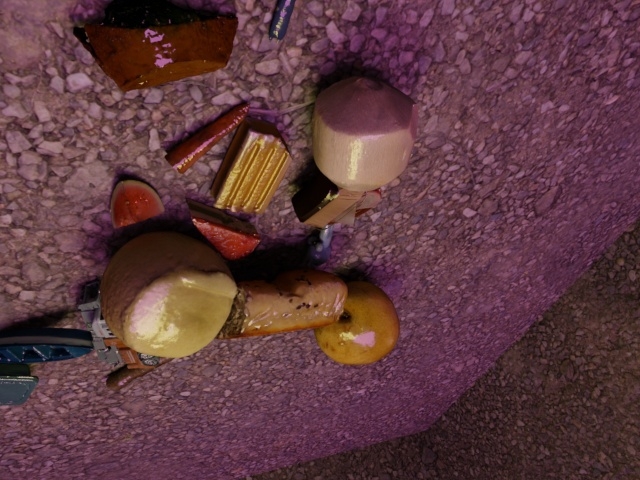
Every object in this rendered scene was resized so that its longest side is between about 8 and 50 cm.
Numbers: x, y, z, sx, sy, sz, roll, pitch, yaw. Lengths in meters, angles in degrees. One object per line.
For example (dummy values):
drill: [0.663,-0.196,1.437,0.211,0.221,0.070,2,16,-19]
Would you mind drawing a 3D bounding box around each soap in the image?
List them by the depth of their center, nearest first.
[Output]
soap: [-0.161,-0.172,1.202,0.140,0.073,0.232,5,132,-36]

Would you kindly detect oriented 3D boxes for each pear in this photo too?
pear: [0.122,0.287,1.720,0.315,0.314,0.314,-16,141,-13]

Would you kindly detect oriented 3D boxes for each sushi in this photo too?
sushi: [-0.275,-0.359,0.878,0.287,0.140,0.149,-19,179,-9]

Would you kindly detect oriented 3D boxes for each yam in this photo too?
yam: [-0.589,0.420,1.657,0.253,0.061,0.061,-29,142,2]

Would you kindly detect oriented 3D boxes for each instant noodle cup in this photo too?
instant noodle cup: [-0.931,0.414,1.445,0.179,0.070,0.157,15,128,-41]

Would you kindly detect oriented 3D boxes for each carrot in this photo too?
carrot: [-0.241,-0.234,1.112,0.224,0.057,0.057,-36,142,4]

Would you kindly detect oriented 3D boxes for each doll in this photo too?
doll: [-0.073,-0.445,0.976,0.037,0.027,0.125,1,138,-30]
doll: [-0.004,-0.001,1.496,0.120,0.075,0.179,-47,152,-46]

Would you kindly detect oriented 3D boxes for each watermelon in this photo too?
watermelon: [-0.433,-0.077,1.141,0.125,0.094,0.135,-14,138,-5]

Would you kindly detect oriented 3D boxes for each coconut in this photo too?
coconut: [0.101,-0.254,1.129,0.245,0.245,0.247,-11,140,-19]

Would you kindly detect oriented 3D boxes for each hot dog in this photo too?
hot dog: [-0.114,0.185,1.486,0.366,0.196,0.367,2,168,-28]

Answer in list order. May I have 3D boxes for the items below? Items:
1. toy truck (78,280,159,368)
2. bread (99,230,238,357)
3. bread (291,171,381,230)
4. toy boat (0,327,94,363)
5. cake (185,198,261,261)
toy truck: [-0.565,0.245,1.412,0.185,0.132,0.338,-4,141,-8]
bread: [-0.377,0.130,1.251,0.321,0.237,0.320,-16,118,-33]
bread: [0.053,-0.112,1.318,0.212,0.142,0.224,-3,156,-45]
toy boat: [-0.739,0.277,1.329,0.300,0.061,0.096,-4,138,5]
cake: [-0.276,-0.017,1.305,0.221,0.086,0.116,17,123,-43]
